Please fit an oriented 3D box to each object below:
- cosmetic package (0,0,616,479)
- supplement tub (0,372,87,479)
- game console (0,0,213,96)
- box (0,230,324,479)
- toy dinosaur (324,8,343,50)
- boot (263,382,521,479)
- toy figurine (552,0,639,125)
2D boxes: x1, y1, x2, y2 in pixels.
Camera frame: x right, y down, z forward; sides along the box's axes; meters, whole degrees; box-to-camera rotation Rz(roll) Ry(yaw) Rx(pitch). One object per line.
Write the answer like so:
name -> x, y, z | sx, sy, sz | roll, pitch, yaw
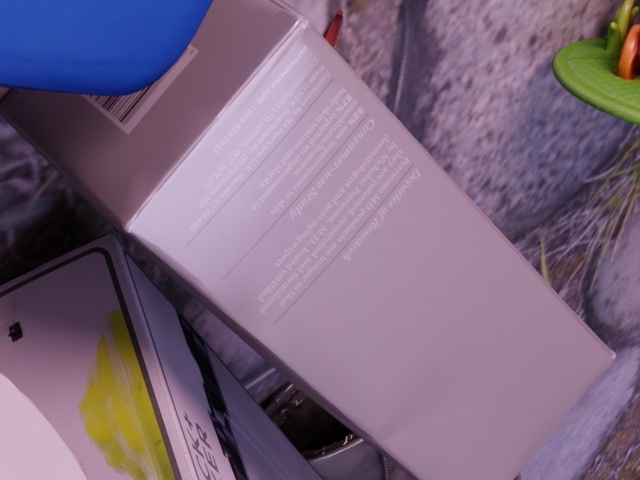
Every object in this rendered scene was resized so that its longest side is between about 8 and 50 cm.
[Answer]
cosmetic package -> 0.000, 0.000, 0.674 | 0.107, 0.127, 0.238 | -51, 131, -2
supplement tub -> -0.201, 0.187, 0.530 | 0.228, 0.228, 0.316 | -17, 147, -43
game console -> -0.095, -0.197, 0.424 | 0.293, 0.250, 0.173 | -61, -172, 15
box -> -0.049, 0.145, 0.749 | 0.087, 0.169, 0.290 | -27, 143, 6
toy dinosaur -> -0.019, -0.048, 0.765 | 0.082, 0.047, 0.090 | -25, 108, -22
boot -> 0.044, 0.130, 0.995 | 0.189, 0.076, 0.208 | -35, 139, -26
toy figurine -> 0.204, -0.155, 0.871 | 0.173, 0.130, 0.159 | -41, 145, -59
